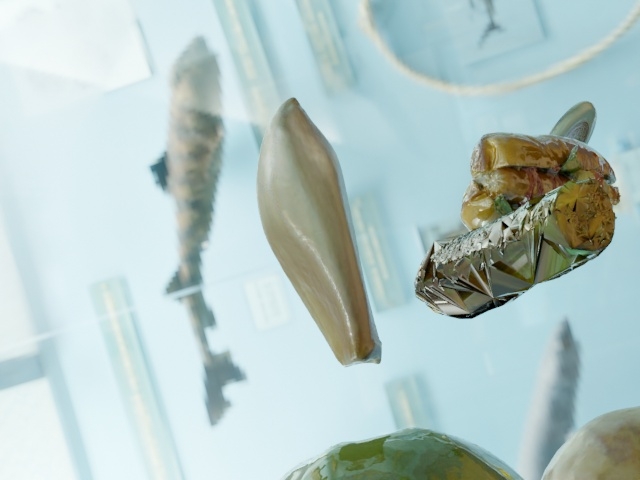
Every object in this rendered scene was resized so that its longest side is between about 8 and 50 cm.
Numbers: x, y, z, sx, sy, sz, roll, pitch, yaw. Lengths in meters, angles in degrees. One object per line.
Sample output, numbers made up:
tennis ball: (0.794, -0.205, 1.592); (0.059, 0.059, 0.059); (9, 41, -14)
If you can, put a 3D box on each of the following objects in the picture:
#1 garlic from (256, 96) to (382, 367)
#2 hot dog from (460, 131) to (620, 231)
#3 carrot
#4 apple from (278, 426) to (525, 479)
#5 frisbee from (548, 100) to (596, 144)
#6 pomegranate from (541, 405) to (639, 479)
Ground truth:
garlic: (0.000, -0.001, 1.689); (0.143, 0.112, 0.318); (-4, -110, -86)
hot dog: (0.203, -0.040, 1.279); (0.250, 0.076, 0.104); (10, -82, -56)
carrot: (0.138, 0.011, 1.075); (0.229, 0.069, 0.069); (-32, 71, 63)
apple: (0.098, 0.371, 1.559); (0.357, 0.357, 0.357); (-17, -90, -79)
frisbee: (0.284, -0.112, 1.700); (0.014, 0.110, 0.110); (37, 176, 24)
pomegranate: (0.436, 0.369, 1.833); (0.338, 0.338, 0.338); (-17, -90, -79)
